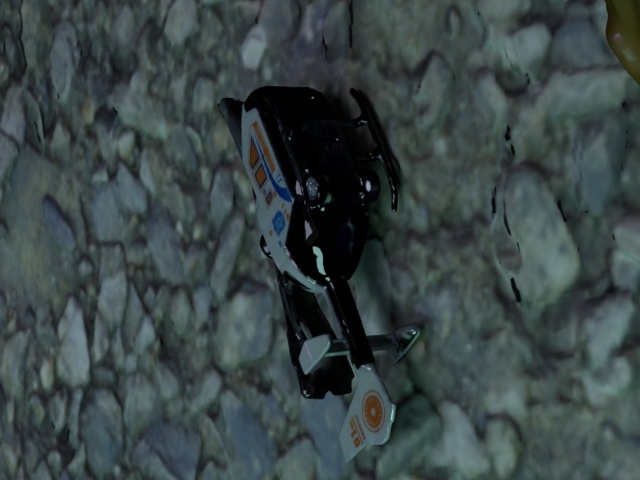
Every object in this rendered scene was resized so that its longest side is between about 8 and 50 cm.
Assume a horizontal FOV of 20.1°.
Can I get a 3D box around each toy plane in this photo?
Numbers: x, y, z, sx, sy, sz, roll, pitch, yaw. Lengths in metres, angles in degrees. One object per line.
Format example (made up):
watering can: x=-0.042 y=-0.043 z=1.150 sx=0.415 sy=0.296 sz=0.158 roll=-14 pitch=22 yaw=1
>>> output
toy plane: x=0.001 y=0.000 z=0.817 sx=0.078 sy=0.053 sz=0.197 roll=-50 pitch=53 yaw=50

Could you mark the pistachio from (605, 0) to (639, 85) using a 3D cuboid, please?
pistachio: x=0.138 y=-0.109 z=0.557 sx=0.210 sy=0.130 sz=0.165 roll=61 pitch=-177 yaw=-2
